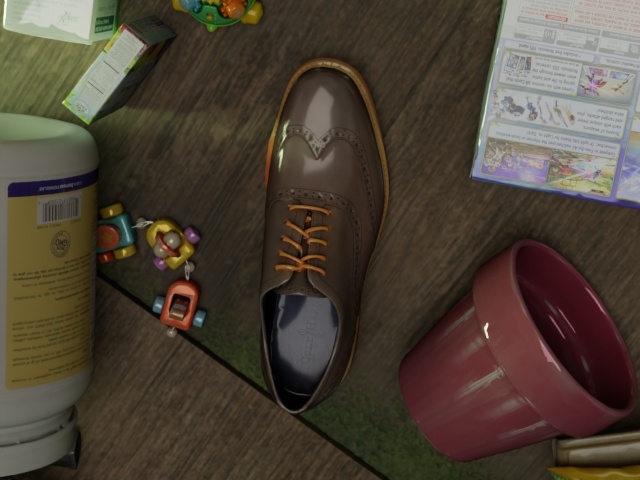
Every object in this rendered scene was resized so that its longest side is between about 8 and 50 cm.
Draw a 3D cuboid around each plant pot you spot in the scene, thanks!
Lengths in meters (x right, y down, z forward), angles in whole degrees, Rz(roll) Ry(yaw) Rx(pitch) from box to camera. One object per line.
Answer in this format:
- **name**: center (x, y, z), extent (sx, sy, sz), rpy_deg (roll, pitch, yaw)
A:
- **plant pot**: center (0.186, 0.127, 1.366), extent (0.180, 0.201, 0.201), rpy_deg (-35, 97, 27)

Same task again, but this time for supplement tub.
- **supplement tub**: center (-0.346, 0.048, 1.371), extent (0.241, 0.241, 0.331), rpy_deg (5, 103, 5)

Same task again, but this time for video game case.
- **video game case**: center (0.302, -0.159, 1.348), extent (0.269, 0.061, 0.244), rpy_deg (11, 102, 4)

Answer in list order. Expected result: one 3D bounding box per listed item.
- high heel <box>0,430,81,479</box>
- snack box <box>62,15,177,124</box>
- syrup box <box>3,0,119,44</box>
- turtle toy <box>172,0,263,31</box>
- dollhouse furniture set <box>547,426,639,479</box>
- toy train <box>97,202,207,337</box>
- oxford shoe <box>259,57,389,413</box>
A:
- **high heel**: center (-0.370, 0.288, 1.426), extent (0.186, 0.261, 0.093), rpy_deg (5, 126, 3)
- **snack box**: center (-0.198, -0.172, 1.358), extent (0.037, 0.141, 0.100), rpy_deg (40, 103, -4)
- **syrup box**: center (-0.247, -0.322, 1.355), extent (0.096, 0.093, 0.237), rpy_deg (10, 103, 4)
- **turtle toy**: center (-0.101, -0.273, 1.364), extent (0.095, 0.066, 0.130), rpy_deg (10, 103, 4)
- **dollhouse furniture set**: center (0.382, 0.282, 1.328), extent (0.301, 0.151, 0.197), rpy_deg (-9, 102, 9)
- **toy train**: center (-0.192, 0.031, 1.450), extent (0.166, 0.046, 0.125), rpy_deg (22, 103, 1)
- **oxford shoe**: center (0.000, 0.000, 1.378), extent (0.130, 0.133, 0.364), rpy_deg (3, 102, 6)
